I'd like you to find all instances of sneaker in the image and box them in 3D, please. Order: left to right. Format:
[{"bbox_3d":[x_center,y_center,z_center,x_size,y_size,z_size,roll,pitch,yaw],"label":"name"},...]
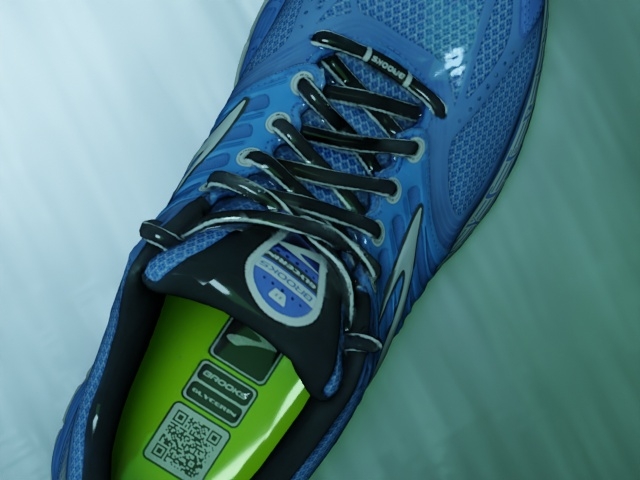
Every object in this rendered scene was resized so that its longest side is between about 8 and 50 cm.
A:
[{"bbox_3d":[0.000,0.000,0.719,0.129,0.147,0.330,26,90,-5],"label":"sneaker"}]
